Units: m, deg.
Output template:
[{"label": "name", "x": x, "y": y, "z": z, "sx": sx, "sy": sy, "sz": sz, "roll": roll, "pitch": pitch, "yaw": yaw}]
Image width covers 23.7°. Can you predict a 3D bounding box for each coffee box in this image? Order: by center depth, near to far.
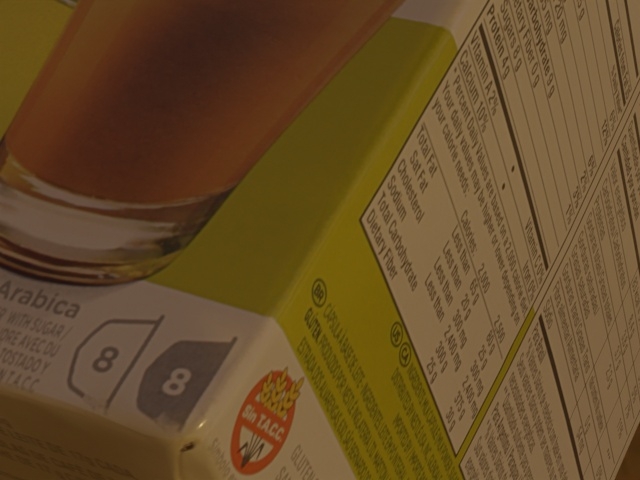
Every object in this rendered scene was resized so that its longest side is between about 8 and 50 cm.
[{"label": "coffee box", "x": -0.054, "y": -0.004, "z": 0.670, "sx": 0.338, "sy": 0.334, "sz": 0.338, "roll": 14, "pitch": -32, "yaw": 29}]
